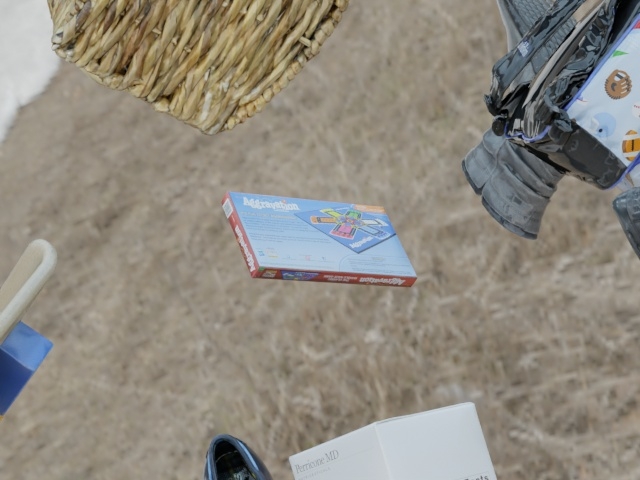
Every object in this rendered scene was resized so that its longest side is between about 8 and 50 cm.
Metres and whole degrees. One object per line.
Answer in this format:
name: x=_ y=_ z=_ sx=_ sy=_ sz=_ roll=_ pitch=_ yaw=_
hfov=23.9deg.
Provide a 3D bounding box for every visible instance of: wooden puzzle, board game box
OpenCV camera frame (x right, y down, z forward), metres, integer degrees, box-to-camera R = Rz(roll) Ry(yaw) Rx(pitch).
wooden puzzle: x=-0.388 y=0.205 z=1.586 sx=0.322 sy=0.080 sz=0.348 roll=-51 pitch=11 yaw=40
board game box: x=0.000 y=0.000 z=2.196 sx=0.281 sy=0.027 sz=0.145 roll=5 pitch=47 yaw=-35

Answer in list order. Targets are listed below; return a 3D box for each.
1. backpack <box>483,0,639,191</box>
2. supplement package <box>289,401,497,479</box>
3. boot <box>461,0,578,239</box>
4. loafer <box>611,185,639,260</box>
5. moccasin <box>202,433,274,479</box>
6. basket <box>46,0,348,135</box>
backpack: x=0.337 y=-0.182 z=1.629 sx=0.263 sy=0.213 sz=0.276 roll=-59 pitch=12 yaw=4
supplement package: x=0.112 y=0.366 z=1.826 sx=0.175 sy=0.293 sz=0.177 roll=-5 pitch=-17 yaw=-41
boot: x=0.250 y=-0.177 z=1.962 sx=0.118 sy=0.223 sz=0.338 roll=19 pitch=35 yaw=-25
loafer: x=0.284 y=0.031 z=1.139 sx=0.078 sy=0.223 sz=0.076 roll=-6 pitch=48 yaw=32
moccasin: x=-0.086 y=0.404 z=1.932 sx=0.137 sy=0.117 sz=0.342 roll=-27 pitch=58 yaw=-6
basket: x=-0.085 y=-0.268 z=1.307 sx=0.299 sy=0.213 sz=0.223 roll=-59 pitch=22 yaw=14
